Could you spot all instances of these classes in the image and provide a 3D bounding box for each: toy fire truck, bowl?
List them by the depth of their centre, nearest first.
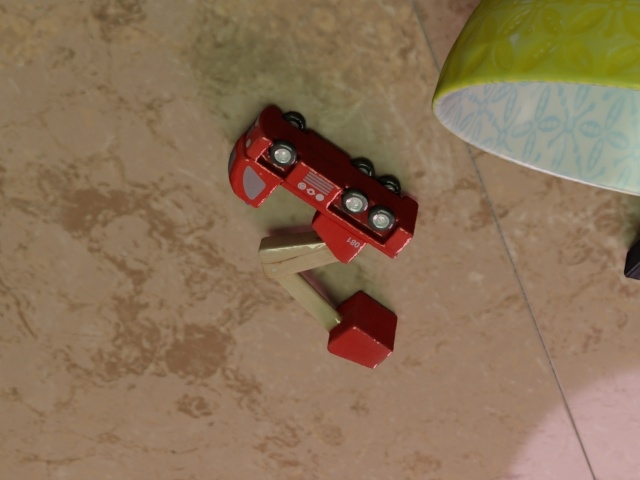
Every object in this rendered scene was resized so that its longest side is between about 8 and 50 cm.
[{"bbox_3d":[0.223,-0.125,0.965,0.289,0.289,0.156,12,82,-1],"label":"bowl"},{"bbox_3d":[0.000,0.000,1.168,0.192,0.047,0.135,33,124,-14],"label":"toy fire truck"}]

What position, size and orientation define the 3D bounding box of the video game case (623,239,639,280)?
[{"bbox_3d":[0.364,0.021,1.074,0.274,0.026,0.196,10,167,0],"label":"video game case"}]
